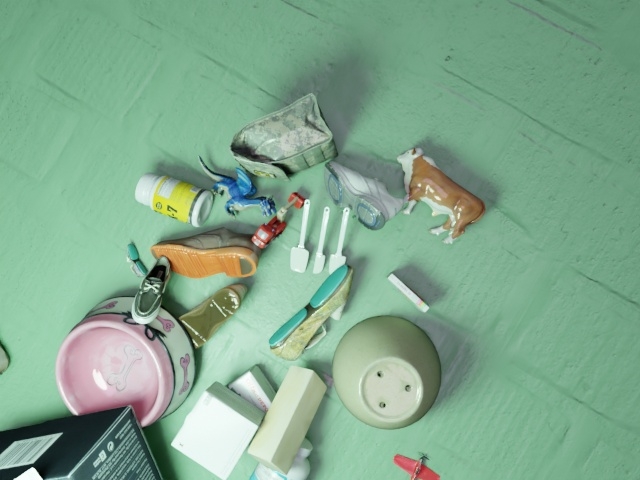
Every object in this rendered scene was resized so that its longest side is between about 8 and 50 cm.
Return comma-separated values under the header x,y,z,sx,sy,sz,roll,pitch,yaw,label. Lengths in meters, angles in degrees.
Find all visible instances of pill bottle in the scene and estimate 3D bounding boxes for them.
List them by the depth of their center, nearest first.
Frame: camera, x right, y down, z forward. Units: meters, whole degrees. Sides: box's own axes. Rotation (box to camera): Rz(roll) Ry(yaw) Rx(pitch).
x,y,z,sx,sy,sz,roll,pitch,yaw,label
-0.125,0.698,1.459,0.146,0.146,0.264,30,90,5,pill bottle
-0.449,-0.129,1.533,0.208,0.119,0.119,20,89,6,pill bottle

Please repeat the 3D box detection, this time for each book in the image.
x,y,z,sx,sy,sz,roll,pitch,yaw,label
0.257,0.151,1.477,0.144,0.096,0.035,43,92,5,book

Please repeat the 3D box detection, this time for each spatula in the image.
x,y,z,sx,sy,sz,roll,pitch,yaw,label
0.000,0.000,1.495,0.168,0.019,0.242,13,116,10,spatula

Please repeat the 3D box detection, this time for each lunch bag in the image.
x,y,z,sx,sy,sz,roll,pitch,yaw,label
-0.108,-0.271,1.453,0.287,0.235,0.169,-24,84,3,lunch bag

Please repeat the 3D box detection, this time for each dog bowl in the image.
x,y,z,sx,sy,sz,roll,pitch,yaw,label
-0.585,0.378,1.468,0.408,0.150,0.408,1,99,9,dog bowl

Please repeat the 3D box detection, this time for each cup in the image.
x,y,z,sx,sy,sz,roll,pitch,yaw,label
0.191,0.388,1.403,0.331,0.237,0.331,0,87,4,cup

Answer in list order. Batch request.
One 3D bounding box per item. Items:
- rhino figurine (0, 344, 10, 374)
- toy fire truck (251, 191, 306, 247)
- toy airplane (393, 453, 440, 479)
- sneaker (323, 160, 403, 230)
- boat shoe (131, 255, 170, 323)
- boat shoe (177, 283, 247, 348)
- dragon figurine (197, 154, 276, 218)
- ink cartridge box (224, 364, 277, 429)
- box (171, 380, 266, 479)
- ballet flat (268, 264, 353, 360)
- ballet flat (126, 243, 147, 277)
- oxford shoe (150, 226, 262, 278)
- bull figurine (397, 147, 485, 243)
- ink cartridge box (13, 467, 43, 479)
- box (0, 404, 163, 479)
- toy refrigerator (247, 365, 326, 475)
x,y,z,sx,sy,sz,roll,pitch,yaw,label
-1.072,0.328,1.585,0.106,0.073,0.243,-31,84,6,rhino figurine
-0.122,-0.064,1.496,0.047,0.192,0.135,37,119,5,toy fire truck
0.274,0.706,1.486,0.151,0.028,0.151,0,88,3,toy airplane
0.118,-0.144,1.478,0.129,0.111,0.297,-26,55,-28,sneaker
-0.491,0.138,1.448,0.077,0.070,0.219,12,44,-8,boat shoe
-0.341,0.232,1.522,0.302,0.098,0.109,-39,91,20,boat shoe
-0.251,-0.166,1.532,0.144,0.085,0.289,-35,76,1,dragon figurine
-0.245,0.506,1.502,0.219,0.092,0.160,-36,86,3,ink cartridge box
-0.281,0.527,1.397,0.182,0.119,0.181,32,91,5,box
-0.004,0.225,1.496,0.123,0.123,0.348,44,91,5,ballet flat
-0.591,0.068,1.577,0.041,0.041,0.114,-29,85,3,ballet flat
-0.346,0.031,1.535,0.363,0.130,0.133,4,45,15,oxford shoe
0.331,-0.135,1.483,0.310,0.101,0.188,37,98,11,bull figurine
-0.695,0.649,1.147,0.232,0.066,0.189,-34,95,-6,ink cartridge box
-0.691,0.761,1.345,0.479,0.297,0.472,-15,104,13,box
-0.092,0.503,1.416,0.094,0.102,0.269,4,51,36,toy refrigerator
